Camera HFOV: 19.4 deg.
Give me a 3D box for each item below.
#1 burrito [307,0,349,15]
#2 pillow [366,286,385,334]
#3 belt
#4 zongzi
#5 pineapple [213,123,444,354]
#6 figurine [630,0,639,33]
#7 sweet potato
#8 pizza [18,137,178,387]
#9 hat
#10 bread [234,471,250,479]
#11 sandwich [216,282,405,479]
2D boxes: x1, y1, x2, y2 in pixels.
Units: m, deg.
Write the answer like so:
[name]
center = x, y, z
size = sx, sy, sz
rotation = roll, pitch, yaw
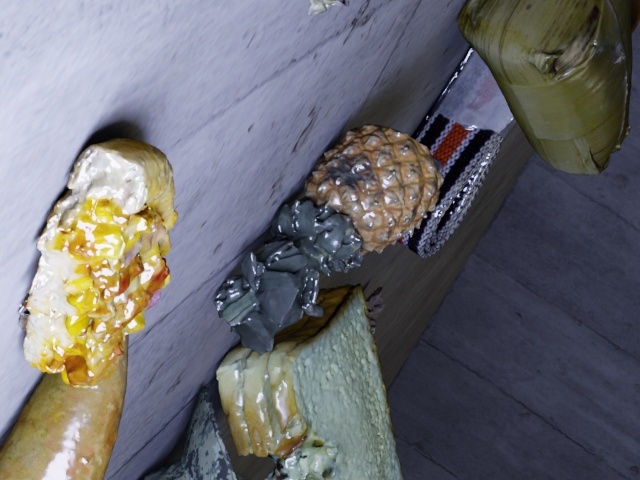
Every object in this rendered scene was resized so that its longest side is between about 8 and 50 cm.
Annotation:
[burrito]
center = 0.042, -0.219, 1.200
size = 0.058, 0.045, 0.188
rotation = -4, 134, -48
[pillow]
center = 0.024, 0.142, 2.509
size = 0.135, 0.049, 0.248
rotation = -54, 170, 18
[belt]
center = 0.180, -0.150, 2.111
size = 0.359, 0.094, 0.126
rotation = -58, 167, 3
[zongzi]
center = 0.287, -0.250, 1.980
size = 0.300, 0.145, 0.274
rotation = -62, 147, -17
[pineapple]
center = 0.000, 0.000, 1.634
size = 0.237, 0.111, 0.119
rotation = -47, 139, -23
[figurine]
center = 0.294, -0.270, 2.254
size = 0.271, 0.143, 0.143
rotation = -26, -160, 53
[sweet potato]
center = -0.211, 0.203, 1.255
size = 0.346, 0.079, 0.108
rotation = -56, -175, 21
[pizza]
center = -0.123, 0.017, 1.105
size = 0.127, 0.058, 0.246
rotation = -48, 166, -42
[hat]
center = -0.127, 0.288, 1.828
size = 0.128, 0.266, 0.265
rotation = -20, 167, -4
[bread]
center = -0.172, 0.443, 2.158
size = 0.338, 0.155, 0.187
rotation = -51, 166, -29
[sandwich]
center = -0.003, 0.209, 1.929
size = 0.249, 0.095, 0.273
rotation = -39, 118, -65
